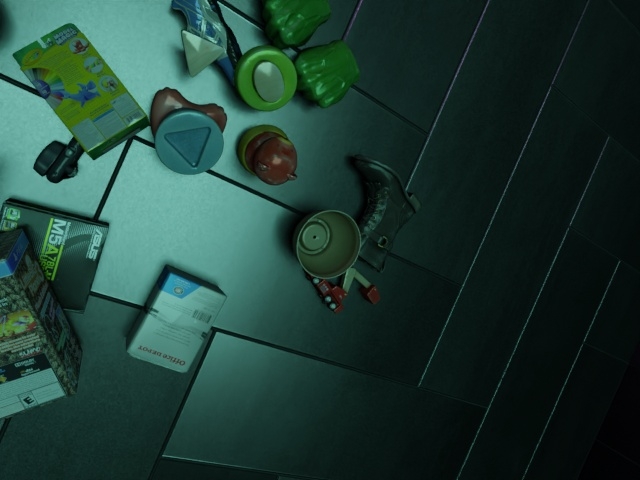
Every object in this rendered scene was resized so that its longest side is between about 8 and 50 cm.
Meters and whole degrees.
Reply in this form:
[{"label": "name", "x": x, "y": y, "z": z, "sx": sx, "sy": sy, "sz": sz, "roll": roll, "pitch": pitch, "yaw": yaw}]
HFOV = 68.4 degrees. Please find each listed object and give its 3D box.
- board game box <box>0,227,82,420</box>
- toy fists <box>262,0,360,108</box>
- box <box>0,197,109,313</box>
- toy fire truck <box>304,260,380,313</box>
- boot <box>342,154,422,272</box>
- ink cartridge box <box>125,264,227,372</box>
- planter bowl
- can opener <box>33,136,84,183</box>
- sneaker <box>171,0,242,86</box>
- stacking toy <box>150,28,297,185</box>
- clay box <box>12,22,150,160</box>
[{"label": "board game box", "x": -0.594, "y": 0.162, "z": 0.823, "sx": 0.232, "sy": 0.141, "sz": 0.291, "roll": -17, "pitch": 117, "yaw": -15}, {"label": "toy fists", "x": -0.032, "y": -0.428, "z": 1.030, "sx": 0.142, "sy": 0.096, "sz": 0.279, "roll": -41, "pitch": 114, "yaw": -27}, {"label": "box", "x": -0.532, "y": 0.034, "z": 0.916, "sx": 0.184, "sy": 0.045, "sz": 0.190, "roll": 17, "pitch": 94, "yaw": -25}, {"label": "toy fire truck", "x": 0.058, "y": 0.113, "z": 1.216, "sx": 0.135, "sy": 0.047, "sz": 0.192, "roll": -38, "pitch": 114, "yaw": -14}, {"label": "boot", "x": 0.128, "y": -0.061, "z": 1.188, "sx": 0.263, "sy": 0.091, "sz": 0.229, "roll": 39, "pitch": 84, "yaw": -28}, {"label": "ink cartridge box", "x": -0.315, "y": 0.170, "z": 1.029, "sx": 0.140, "sy": 0.082, "sz": 0.190, "roll": 29, "pitch": 89, "yaw": -27}, {"label": "planter bowl", "x": 0.000, "y": 0.000, "z": 1.127, "sx": 0.162, "sy": 0.109, "sz": 0.162, "roll": -5, "pitch": 103, "yaw": -23}, {"label": "can opener", "x": -0.460, "y": -0.187, "z": 0.895, "sx": 0.073, "sy": 0.059, "sz": 0.186, "roll": 41, "pitch": 83, "yaw": -26}, {"label": "sneaker", "x": -0.221, "y": -0.413, "z": 0.962, "sx": 0.081, "sy": 0.080, "sz": 0.211, "roll": -22, "pitch": 115, "yaw": 9}, {"label": "stacking toy", "x": -0.169, "y": -0.247, "z": 0.939, "sx": 0.309, "sy": 0.130, "sz": 0.279, "roll": 4, "pitch": 118, "yaw": -25}, {"label": "clay box", "x": -0.434, "y": -0.274, "z": 0.861, "sx": 0.127, "sy": 0.053, "sz": 0.222, "roll": -38, "pitch": 90, "yaw": -14}]
